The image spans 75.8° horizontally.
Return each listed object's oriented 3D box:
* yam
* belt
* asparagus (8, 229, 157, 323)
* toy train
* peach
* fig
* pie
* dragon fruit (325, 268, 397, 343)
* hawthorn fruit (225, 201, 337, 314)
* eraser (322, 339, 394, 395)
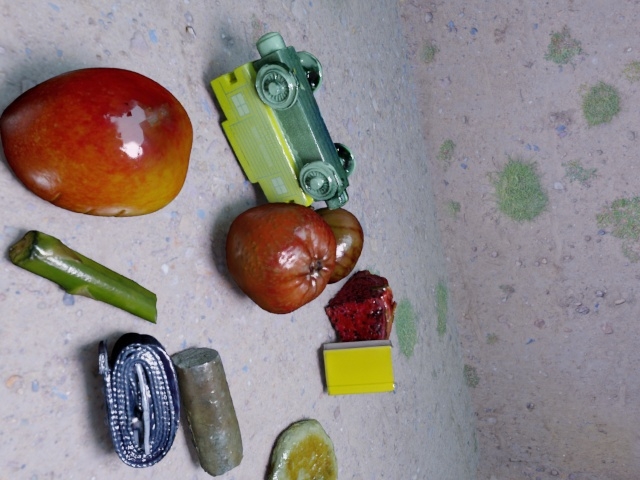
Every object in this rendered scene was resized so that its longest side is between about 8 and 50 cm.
[{"bbox_3d":[-0.234,0.356,0.869,0.106,0.106,0.259,-27,111,-56],"label":"yam"},{"bbox_3d":[-0.323,0.274,0.737,0.122,0.128,0.218,-7,92,-28],"label":"belt"},{"bbox_3d":[-0.385,0.073,0.717,0.277,0.060,0.067,42,41,-47],"label":"asparagus"},{"bbox_3d":[-0.090,-0.264,1.032,0.179,0.272,0.442,-51,124,-49],"label":"toy train"},{"bbox_3d":[-0.360,-0.171,0.688,0.274,0.245,0.249,-4,60,-47],"label":"peach"},{"bbox_3d":[0.010,0.010,1.205,0.214,0.235,0.235,0,85,-31],"label":"fig"},{"bbox_3d":[-0.053,0.669,1.139,0.323,0.070,0.323,9,78,-53],"label":"pie"},{"bbox_3d":[0.141,0.204,1.439,0.240,0.302,0.330,27,33,-14],"label":"dragon fruit"},{"bbox_3d":[-0.100,0.030,1.002,0.275,0.299,0.275,-11,114,-27],"label":"hawthorn fruit"},{"bbox_3d":[0.120,0.403,1.305,0.069,0.226,0.158,-74,159,-78],"label":"eraser"}]
